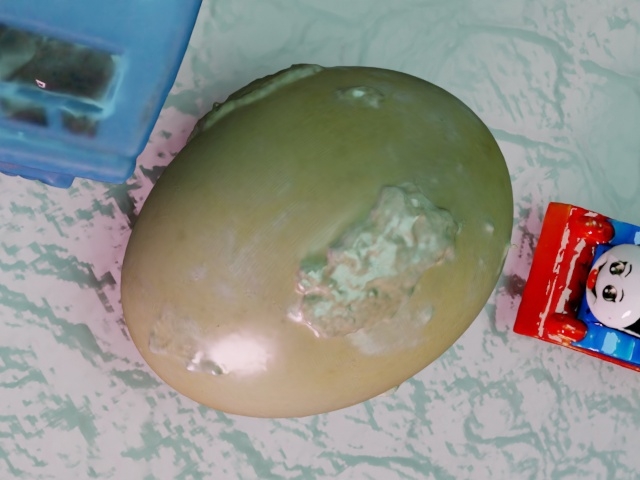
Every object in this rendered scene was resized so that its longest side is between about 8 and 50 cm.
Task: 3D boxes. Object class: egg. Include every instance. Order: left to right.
[{"bbox_3d":[-0.002,-0.001,0.704,0.201,0.164,0.164,-33,111,-19],"label":"egg"}]

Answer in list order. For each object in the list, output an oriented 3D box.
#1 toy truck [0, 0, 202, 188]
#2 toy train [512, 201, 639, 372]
[{"bbox_3d":[-0.233,-0.136,0.551,0.384,0.161,0.162,13,98,-32],"label":"toy truck"},{"bbox_3d":[0.224,0.046,0.857,0.204,0.131,0.083,19,86,-31],"label":"toy train"}]
